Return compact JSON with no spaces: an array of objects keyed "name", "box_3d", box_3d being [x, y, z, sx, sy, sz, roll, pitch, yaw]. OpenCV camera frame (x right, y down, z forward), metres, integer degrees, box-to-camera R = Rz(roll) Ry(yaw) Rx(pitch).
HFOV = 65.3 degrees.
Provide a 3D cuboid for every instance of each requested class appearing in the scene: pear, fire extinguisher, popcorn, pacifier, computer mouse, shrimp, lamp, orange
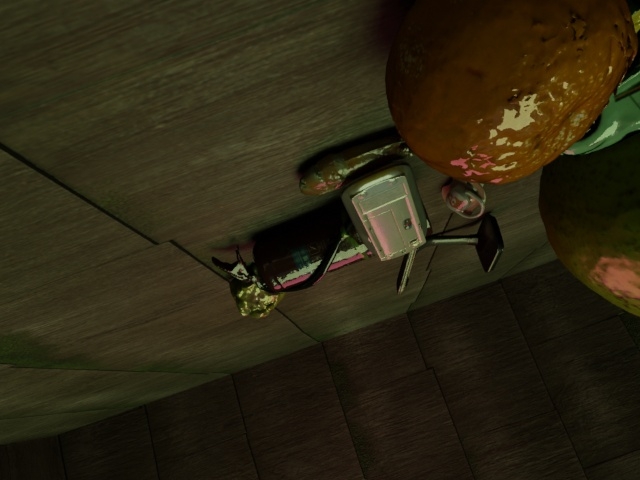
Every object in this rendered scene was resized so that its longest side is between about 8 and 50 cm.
[{"name":"pear","box_3d":[0.518,-0.056,0.702,0.391,0.390,0.391,-18,163,-6]},{"name":"fire extinguisher","box_3d":[0.000,0.000,0.804,0.342,0.105,0.141,-21,128,7]},{"name":"popcorn","box_3d":[-0.121,0.095,0.990,0.109,0.089,0.096,-26,129,-9]},{"name":"pacifier","box_3d":[0.262,-0.085,0.876,0.078,0.081,0.099,-43,174,-26]},{"name":"computer mouse","box_3d":[0.091,-0.040,0.687,0.102,0.044,0.199,-25,144,8]},{"name":"shrimp","box_3d":[0.057,-0.097,0.647,0.180,0.041,0.099,-23,164,9]},{"name":"lamp","box_3d":[0.294,-0.002,1.140,0.284,0.124,0.203,-11,141,-15]},{"name":"orange","box_3d":[0.144,-0.139,0.412,0.193,0.161,0.193,-22,153,-12]}]

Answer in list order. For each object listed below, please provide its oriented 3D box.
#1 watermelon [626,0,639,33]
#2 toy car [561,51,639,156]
[{"name":"watermelon","box_3d":[0.276,-0.213,0.480,0.105,0.062,0.105,-35,172,-6]},{"name":"toy car","box_3d":[0.380,-0.178,0.533,0.136,0.125,0.306,-38,178,-41]}]
